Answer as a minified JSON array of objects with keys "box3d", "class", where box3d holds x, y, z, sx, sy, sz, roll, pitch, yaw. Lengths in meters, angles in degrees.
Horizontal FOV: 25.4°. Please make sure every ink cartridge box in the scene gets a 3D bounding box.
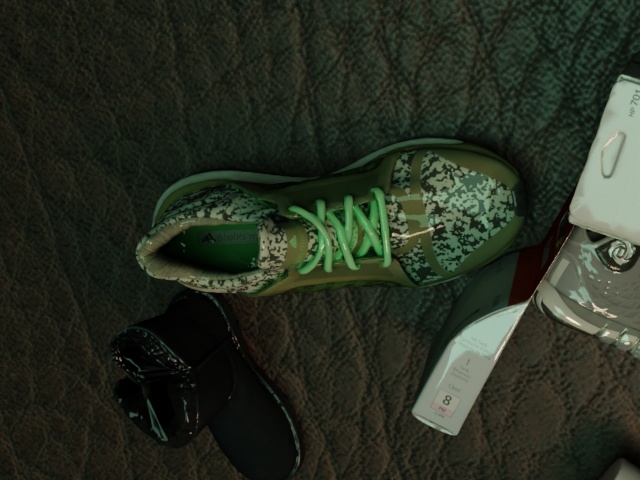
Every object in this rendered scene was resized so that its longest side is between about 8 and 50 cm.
[{"box3d":[0.169,0.051,1.369,0.066,0.189,0.232,24,109,4],"class":"ink cartridge box"},{"box3d":[0.293,-0.087,1.297,0.082,0.190,0.140,20,109,10],"class":"ink cartridge box"}]

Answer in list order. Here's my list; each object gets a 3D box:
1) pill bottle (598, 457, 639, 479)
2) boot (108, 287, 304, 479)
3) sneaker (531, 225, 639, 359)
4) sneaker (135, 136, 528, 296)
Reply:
[{"box3d":[0.366,0.317,1.414,0.221,0.124,0.124,35,110,6],"class":"pill bottle"},{"box3d":[-0.119,0.177,1.471,0.094,0.207,0.246,-24,97,19],"class":"boot"},{"box3d":[0.325,0.049,1.361,0.228,0.086,0.132,23,98,-17],"class":"sneaker"},{"box3d":[0.000,0.000,1.406,0.410,0.182,0.158,-9,101,17],"class":"sneaker"}]
